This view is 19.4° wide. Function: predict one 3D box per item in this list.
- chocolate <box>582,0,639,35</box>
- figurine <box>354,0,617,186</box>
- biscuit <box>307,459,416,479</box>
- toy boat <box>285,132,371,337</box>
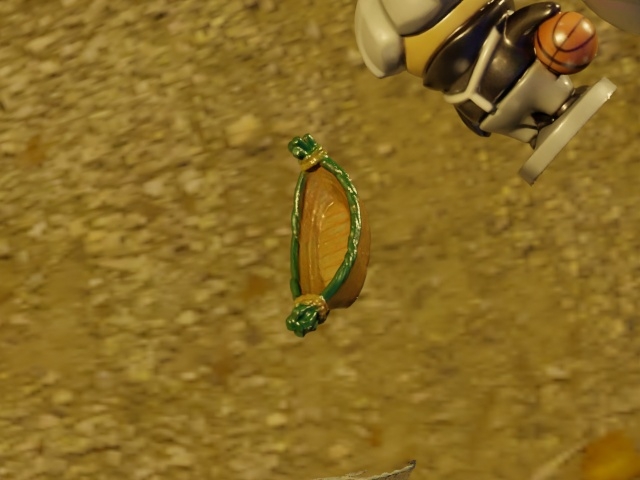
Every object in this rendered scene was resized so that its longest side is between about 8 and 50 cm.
[{"bbox_3d":[0.234,-0.221,1.300,0.221,0.147,0.221,20,44,-20],"label":"chocolate"},{"bbox_3d":[0.144,-0.176,1.669,0.236,0.176,0.133,41,45,4],"label":"figurine"},{"bbox_3d":[-0.043,0.259,1.083,0.079,0.186,0.309,32,79,8],"label":"biscuit"},{"bbox_3d":[0.000,0.000,1.903,0.088,0.089,0.229,29,49,-42],"label":"toy boat"}]
